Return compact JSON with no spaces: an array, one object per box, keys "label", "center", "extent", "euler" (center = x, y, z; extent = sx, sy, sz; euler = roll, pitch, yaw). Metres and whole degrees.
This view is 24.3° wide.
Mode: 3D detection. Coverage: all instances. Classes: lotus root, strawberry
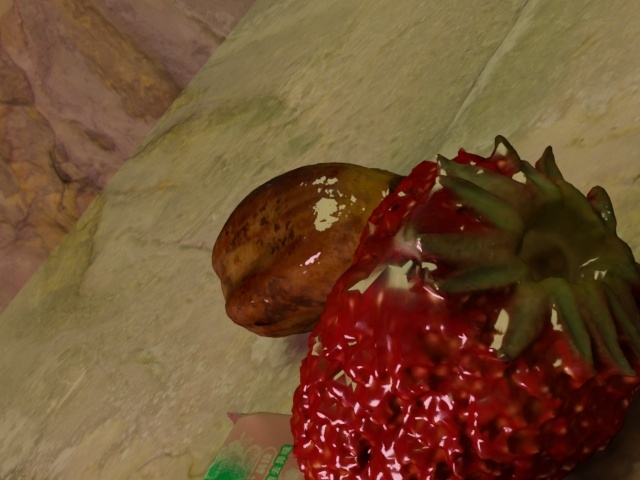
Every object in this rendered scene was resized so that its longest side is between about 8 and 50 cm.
[{"label":"lotus root","center":[0.007,0.004,1.751],"extent":[0.291,0.193,0.193],"euler":[-32,25,42]},{"label":"strawberry","center":[0.114,0.091,1.263],"extent":[0.343,0.292,0.292],"euler":[-45,16,44]}]

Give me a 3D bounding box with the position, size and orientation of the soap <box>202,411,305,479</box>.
[{"label":"soap","center":[-0.059,0.290,1.393],"extent":[0.218,0.098,0.273],"euler":[-1,47,42]}]
